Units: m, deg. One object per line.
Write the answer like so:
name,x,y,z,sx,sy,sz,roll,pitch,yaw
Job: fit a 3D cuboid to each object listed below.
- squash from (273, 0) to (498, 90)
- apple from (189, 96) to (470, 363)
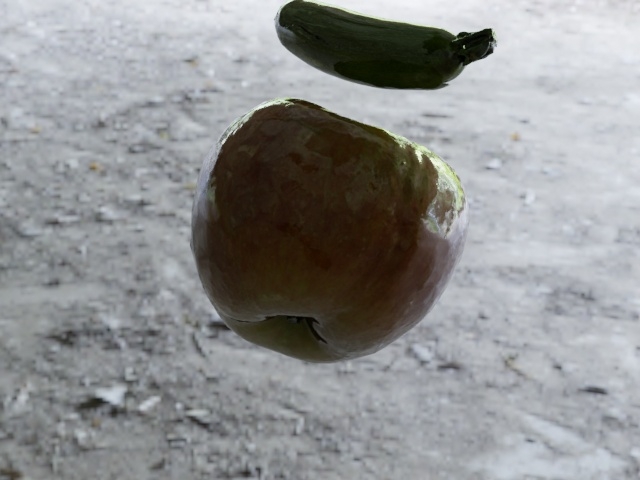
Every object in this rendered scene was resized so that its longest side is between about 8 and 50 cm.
squash,0.040,-0.200,1.219,0.318,0.080,0.071,20,-6,45
apple,0.000,0.000,1.204,0.277,0.250,0.309,24,0,16
